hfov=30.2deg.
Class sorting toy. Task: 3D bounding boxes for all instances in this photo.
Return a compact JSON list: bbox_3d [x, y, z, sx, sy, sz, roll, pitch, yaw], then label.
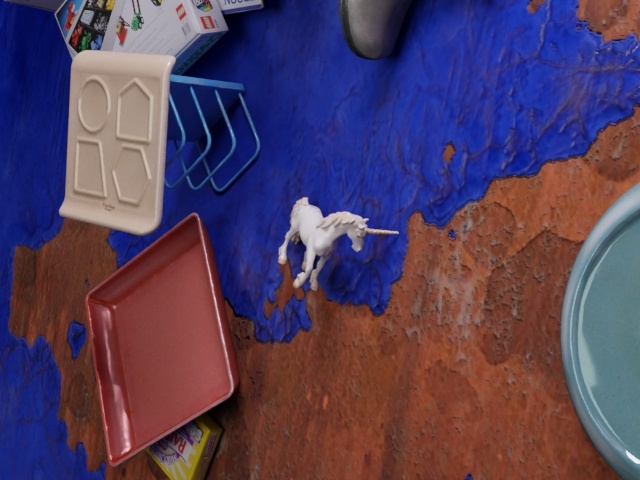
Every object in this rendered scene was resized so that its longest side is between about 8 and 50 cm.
[{"bbox_3d":[-0.239,-0.120,1.411,0.193,0.038,0.208,12,96,44],"label":"sorting toy"}]

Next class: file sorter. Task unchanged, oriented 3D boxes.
[{"bbox_3d":[-0.179,-0.130,1.489,0.118,0.170,0.104,-42,60,38],"label":"file sorter"}]

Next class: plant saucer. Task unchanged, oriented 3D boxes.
[{"bbox_3d":[0.323,0.083,0.999,0.317,0.043,0.318,-5,83,47],"label":"plant saucer"},{"bbox_3d":[-0.204,0.135,1.561,0.259,0.047,0.258,-35,57,35],"label":"plant saucer"}]

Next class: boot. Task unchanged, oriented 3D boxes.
[{"bbox_3d":[0.115,-0.298,1.242,0.161,0.083,0.247,25,107,41],"label":"boot"}]

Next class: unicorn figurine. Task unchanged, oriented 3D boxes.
[{"bbox_3d":[0.000,0.000,1.357,0.162,0.060,0.111,40,117,42],"label":"unicorn figurine"}]

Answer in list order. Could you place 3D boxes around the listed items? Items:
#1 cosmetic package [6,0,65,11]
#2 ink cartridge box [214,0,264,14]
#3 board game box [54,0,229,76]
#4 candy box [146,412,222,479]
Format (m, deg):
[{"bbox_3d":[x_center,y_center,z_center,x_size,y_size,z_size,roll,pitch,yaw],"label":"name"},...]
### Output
[{"bbox_3d":[-0.407,-0.516,1.809,0.153,0.129,0.296,-21,71,44],"label":"cosmetic package"},{"bbox_3d":[-0.175,-0.459,1.569,0.324,0.071,0.330,5,107,48],"label":"ink cartridge box"},{"bbox_3d":[-0.253,-0.299,1.618,0.305,0.053,0.193,-30,80,50],"label":"board game box"},{"bbox_3d":[-0.209,0.244,1.598,0.206,0.027,0.105,37,115,44],"label":"candy box"}]
